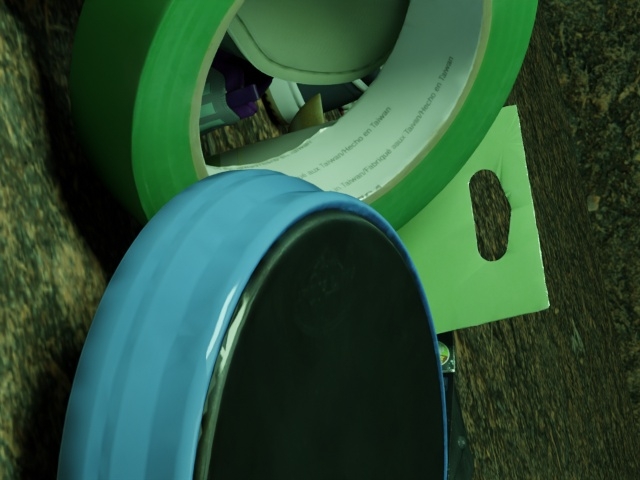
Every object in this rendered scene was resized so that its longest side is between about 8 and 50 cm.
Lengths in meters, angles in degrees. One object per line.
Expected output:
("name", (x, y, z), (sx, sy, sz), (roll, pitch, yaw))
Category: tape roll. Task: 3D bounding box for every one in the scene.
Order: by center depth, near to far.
("tape roll", (-0.004, -0.124, 1.205), (0.077, 0.321, 0.321), (42, -9, 37))

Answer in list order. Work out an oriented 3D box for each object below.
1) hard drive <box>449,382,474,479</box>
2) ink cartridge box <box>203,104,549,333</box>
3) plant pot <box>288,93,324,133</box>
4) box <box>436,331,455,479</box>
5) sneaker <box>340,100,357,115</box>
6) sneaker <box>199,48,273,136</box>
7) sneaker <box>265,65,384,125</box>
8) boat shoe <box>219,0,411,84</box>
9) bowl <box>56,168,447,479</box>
("hard drive", (0.079, 0.164, 1.716), (0.255, 0.054, 0.172), (-13, 90, -73))
("ink cartridge box", (0.034, -0.006, 1.355), (0.056, 0.235, 0.171), (41, 38, -58))
("plant pot", (0.000, 0.000, 1.523), (0.236, 0.032, 0.236), (-8, 90, -89))
("box", (0.078, 0.096, 1.470), (0.233, 0.044, 0.159), (87, 1, -55))
("sneaker", (0.060, -0.184, 1.829), (0.252, 0.111, 0.103), (39, 40, -66))
("sneaker", (-0.065, -0.129, 1.370), (0.223, 0.098, 0.083), (-75, 148, -59))
("sneaker", (-0.003, -0.248, 1.583), (0.099, 0.153, 0.282), (-64, 138, -67))
("boat shoe", (-0.075, -0.192, 1.235), (0.340, 0.127, 0.113), (6, 24, -46))
("bowl", (-0.021, 0.152, 1.130), (0.391, 0.077, 0.391), (2, 90, -65))
